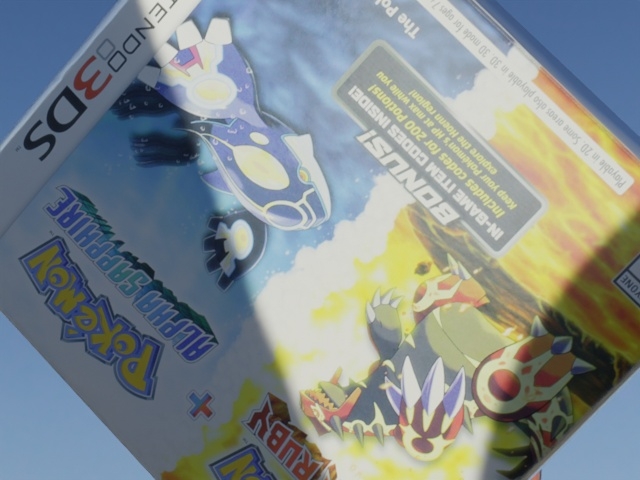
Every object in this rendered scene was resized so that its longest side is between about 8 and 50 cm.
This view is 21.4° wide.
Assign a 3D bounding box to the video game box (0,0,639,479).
[{"bbox_3d":[0.000,0.000,0.548,0.187,0.205,0.048,-48,-12,17],"label":"video game box"}]

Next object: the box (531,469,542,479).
[{"bbox_3d":[0.041,0.126,0.983,0.170,0.130,0.091,2,-2,3],"label":"box"}]
